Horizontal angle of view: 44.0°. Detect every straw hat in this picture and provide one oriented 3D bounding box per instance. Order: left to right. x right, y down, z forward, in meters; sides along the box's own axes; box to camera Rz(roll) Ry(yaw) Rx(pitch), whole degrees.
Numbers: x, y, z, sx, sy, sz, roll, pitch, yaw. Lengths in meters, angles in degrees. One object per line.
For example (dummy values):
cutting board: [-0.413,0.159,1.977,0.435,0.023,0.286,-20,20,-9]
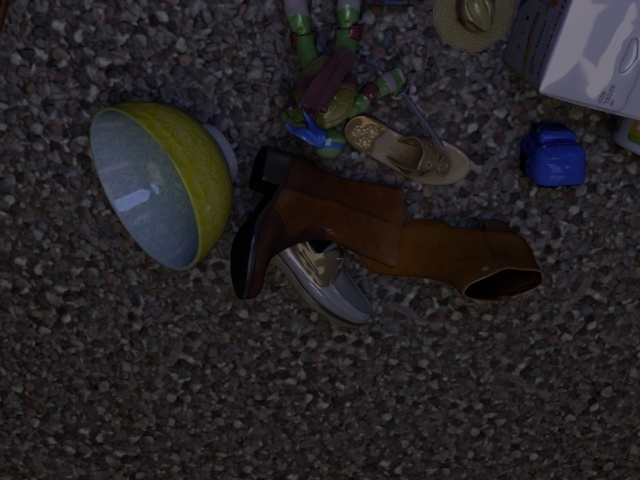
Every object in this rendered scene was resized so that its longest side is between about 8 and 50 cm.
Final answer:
straw hat: [0.248,-0.366,1.262,0.145,0.061,0.144,-1,115,-1]

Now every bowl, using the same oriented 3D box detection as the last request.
bowl: [-0.231,-0.112,1.301,0.156,0.289,0.289,-34,119,-33]

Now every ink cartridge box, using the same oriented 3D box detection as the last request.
ink cartridge box: [0.403,-0.310,1.197,0.168,0.232,0.171,12,114,-7]

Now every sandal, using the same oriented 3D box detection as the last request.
sandal: [0.152,-0.142,1.354,0.240,0.079,0.088,22,113,-11]

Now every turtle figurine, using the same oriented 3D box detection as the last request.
turtle figurine: [0.028,-0.256,1.267,0.275,0.198,0.266,-4,89,-41]

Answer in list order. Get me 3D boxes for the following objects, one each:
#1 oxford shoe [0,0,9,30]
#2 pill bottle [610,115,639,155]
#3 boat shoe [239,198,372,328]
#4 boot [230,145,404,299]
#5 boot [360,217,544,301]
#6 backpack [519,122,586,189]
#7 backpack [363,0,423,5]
oxford shoe: [-0.505,-0.436,1.173,0.130,0.132,0.363,19,113,-9]
pill bottle: [0.582,-0.256,1.279,0.136,0.136,0.245,13,114,-7]
boat shoe: [-0.004,0.037,1.417,0.103,0.113,0.302,-40,108,21]
boot: [0.000,0.000,1.341,0.281,0.096,0.264,18,70,-24]
boot: [0.220,0.041,1.369,0.295,0.211,0.104,-10,114,3]
backpack: [0.391,-0.142,1.337,0.098,0.120,0.101,-7,115,3]
backpack: [0.119,-0.451,1.177,0.158,0.117,0.173,-14,89,-37]
